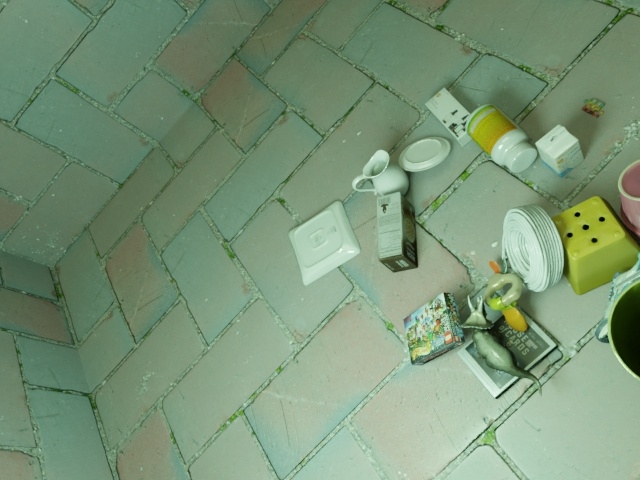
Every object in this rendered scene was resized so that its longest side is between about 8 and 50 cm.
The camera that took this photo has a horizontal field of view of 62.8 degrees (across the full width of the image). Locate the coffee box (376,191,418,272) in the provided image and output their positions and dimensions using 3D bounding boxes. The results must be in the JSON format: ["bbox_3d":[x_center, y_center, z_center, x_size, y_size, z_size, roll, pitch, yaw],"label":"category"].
[{"bbox_3d":[0.272,-0.027,1.866,0.098,0.141,0.246,-13,63,29],"label":"coffee box"}]

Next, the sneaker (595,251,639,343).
[{"bbox_3d":[0.837,0.154,1.415,0.283,0.110,0.122,-58,32,18],"label":"sneaker"}]

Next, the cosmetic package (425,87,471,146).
[{"bbox_3d":[0.498,-0.467,1.969,0.099,0.060,0.239,-39,52,12],"label":"cosmetic package"}]

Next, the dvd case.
[{"bbox_3d":[0.556,0.329,1.577,0.238,0.029,0.179,-45,52,9],"label":"dvd case"}]

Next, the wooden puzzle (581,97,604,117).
[{"bbox_3d":[0.895,-0.439,1.720,0.049,0.006,0.083,-47,51,7],"label":"wooden puzzle"}]

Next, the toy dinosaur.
[{"bbox_3d":[0.498,0.319,1.497,0.121,0.160,0.313,-36,52,16],"label":"toy dinosaur"}]

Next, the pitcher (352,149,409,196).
[{"bbox_3d":[0.224,-0.219,1.944,0.178,0.207,0.125,-36,53,16],"label":"pitcher"}]

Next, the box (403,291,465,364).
[{"bbox_3d":[0.352,0.282,1.650,0.233,0.044,0.159,130,141,-51],"label":"box"}]

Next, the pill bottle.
[{"bbox_3d":[0.616,-0.344,1.781,0.136,0.136,0.246,-39,52,13],"label":"pill bottle"}]

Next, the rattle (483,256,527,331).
[{"bbox_3d":[0.578,0.157,1.601,0.130,0.142,0.200,-56,8,26],"label":"rattle"}]

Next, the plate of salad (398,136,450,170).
[{"bbox_3d":[0.391,-0.319,1.968,0.200,0.048,0.200,-19,40,16],"label":"plate of salad"}]

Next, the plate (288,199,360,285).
[{"bbox_3d":[0.000,0.000,2.101,0.278,0.045,0.277,-32,54,18],"label":"plate"}]

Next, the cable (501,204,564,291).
[{"bbox_3d":[0.619,0.023,1.532,0.089,0.257,0.257,-13,29,-1],"label":"cable"}]

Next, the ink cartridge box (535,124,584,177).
[{"bbox_3d":[0.754,-0.285,1.655,0.092,0.143,0.090,-41,52,12],"label":"ink cartridge box"}]

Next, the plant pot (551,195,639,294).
[{"bbox_3d":[0.766,-0.002,1.487,0.212,0.187,0.212,-30,55,20],"label":"plant pot"}]

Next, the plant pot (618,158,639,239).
[{"bbox_3d":[0.867,-0.116,1.352,0.201,0.180,0.201,-29,45,34],"label":"plant pot"}]

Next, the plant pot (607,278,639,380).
[{"bbox_3d":[0.850,0.247,1.243,0.274,0.293,0.275,-14,62,28],"label":"plant pot"}]
